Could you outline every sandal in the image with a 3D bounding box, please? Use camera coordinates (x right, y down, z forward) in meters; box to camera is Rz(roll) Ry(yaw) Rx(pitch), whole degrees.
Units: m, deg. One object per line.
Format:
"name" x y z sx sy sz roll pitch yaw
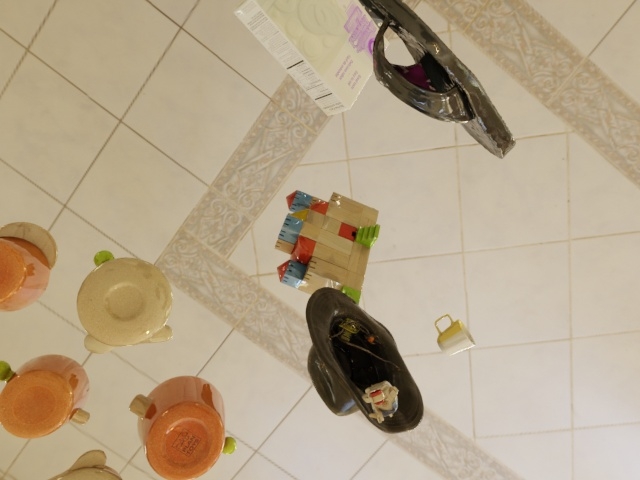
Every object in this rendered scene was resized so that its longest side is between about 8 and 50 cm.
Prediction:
"sandal" 0.196 -0.257 0.777 0.445 0.168 0.107 33 108 -36

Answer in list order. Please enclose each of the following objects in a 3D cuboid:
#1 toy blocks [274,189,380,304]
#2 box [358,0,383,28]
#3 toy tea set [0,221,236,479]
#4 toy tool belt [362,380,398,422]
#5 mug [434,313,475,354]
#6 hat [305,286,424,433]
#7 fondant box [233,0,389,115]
"toy blocks" 0.000 0.000 1.216 0.260 0.381 0.191 22 141 -6
"box" 0.012 -0.733 1.300 0.294 0.182 0.296 -3 78 -26
"toy tea set" -0.227 0.130 0.467 0.200 0.124 0.336 -21 92 -20
"toy tool belt" 0.091 0.233 0.639 0.052 0.083 0.051 -23 79 7
"mug" 0.279 0.203 0.950 0.064 0.078 0.062 -37 133 18
"hat" 0.054 0.262 0.925 0.331 0.331 0.134 44 111 -7
"fondant box" -0.008 -0.503 1.068 0.330 0.096 0.238 41 68 -31
